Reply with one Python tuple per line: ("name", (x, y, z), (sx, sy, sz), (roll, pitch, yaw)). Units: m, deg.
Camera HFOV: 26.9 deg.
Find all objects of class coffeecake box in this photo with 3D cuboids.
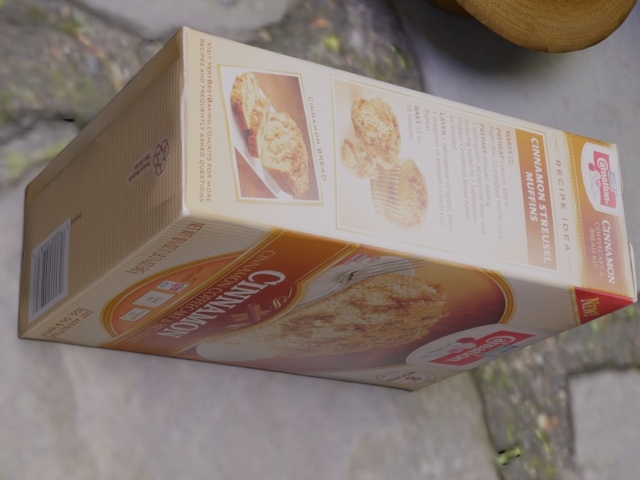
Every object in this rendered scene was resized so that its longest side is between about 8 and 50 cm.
("coffeecake box", (0.000, 0.000, 0.505), (0.185, 0.142, 0.068), (11, 65, -30))

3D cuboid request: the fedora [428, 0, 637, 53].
("fedora", (0.082, -0.178, 0.678), (0.194, 0.079, 0.194), (11, 70, -32))
